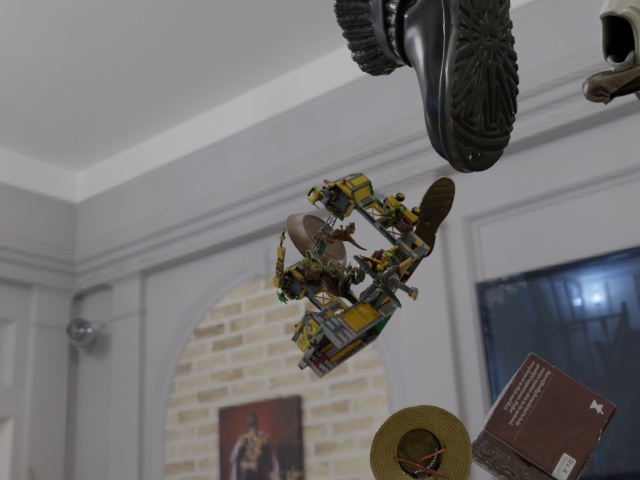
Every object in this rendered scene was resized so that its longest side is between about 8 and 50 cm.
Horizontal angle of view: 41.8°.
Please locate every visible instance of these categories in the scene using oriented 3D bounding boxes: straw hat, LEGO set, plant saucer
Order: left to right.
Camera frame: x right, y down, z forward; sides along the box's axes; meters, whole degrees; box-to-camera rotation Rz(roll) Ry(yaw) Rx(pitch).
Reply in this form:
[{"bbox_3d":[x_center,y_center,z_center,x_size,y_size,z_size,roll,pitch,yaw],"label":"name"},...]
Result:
[{"bbox_3d":[0.000,0.000,2.083,0.036,0.199,0.198,-43,-37,24],"label":"plant saucer"},{"bbox_3d":[0.016,0.064,1.391,0.192,0.255,0.331,-27,-18,-45],"label":"LEGO set"},{"bbox_3d":[0.129,0.279,1.114,0.144,0.145,0.061,-3,7,-3],"label":"straw hat"}]

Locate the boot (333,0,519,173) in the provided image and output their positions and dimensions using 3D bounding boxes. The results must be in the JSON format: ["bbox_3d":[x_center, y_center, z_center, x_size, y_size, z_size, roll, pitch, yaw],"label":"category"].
[{"bbox_3d":[0.137,-0.253,1.171,0.131,0.348,0.260,6,-8,-37],"label":"boot"}]

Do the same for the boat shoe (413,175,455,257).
[{"bbox_3d":[0.225,-0.053,1.733,0.064,0.178,0.060,18,15,-7],"label":"boat shoe"}]

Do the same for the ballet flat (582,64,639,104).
[{"bbox_3d":[0.640,-0.321,1.645,0.249,0.058,0.084,-16,-37,1],"label":"ballet flat"}]

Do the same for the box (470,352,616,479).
[{"bbox_3d":[0.373,0.332,1.451,0.167,0.168,0.203,33,-23,15],"label":"box"}]

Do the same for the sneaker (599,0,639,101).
[{"bbox_3d":[0.650,-0.371,1.742,0.122,0.146,0.330,0,-48,50],"label":"sneaker"}]
